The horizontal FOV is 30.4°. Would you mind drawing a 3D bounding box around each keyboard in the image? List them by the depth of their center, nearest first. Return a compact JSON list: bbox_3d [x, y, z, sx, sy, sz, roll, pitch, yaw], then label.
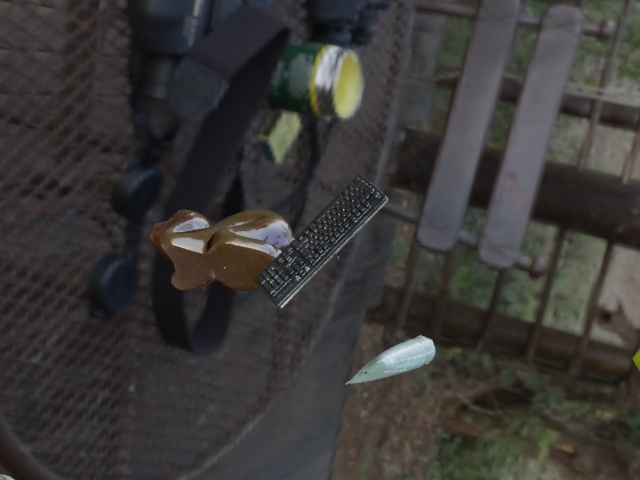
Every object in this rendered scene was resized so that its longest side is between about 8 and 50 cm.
[{"bbox_3d":[0.000,0.000,1.753,0.230,0.093,0.025,-46,135,-2],"label":"keyboard"}]

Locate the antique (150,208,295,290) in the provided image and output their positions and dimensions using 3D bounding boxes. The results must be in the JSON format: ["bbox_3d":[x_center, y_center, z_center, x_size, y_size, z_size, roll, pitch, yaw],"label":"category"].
[{"bbox_3d":[-0.170,0.004,2.060,0.143,0.256,0.121,-76,161,-50],"label":"antique"}]

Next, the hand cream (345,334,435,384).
[{"bbox_3d":[0.121,0.200,1.949,0.078,0.050,0.205,-36,166,32],"label":"hand cream"}]

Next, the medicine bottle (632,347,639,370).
[{"bbox_3d":[0.591,0.229,1.737,0.141,0.250,0.137,-19,155,-14],"label":"medicine bottle"}]

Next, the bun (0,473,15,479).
[{"bbox_3d":[-0.354,0.382,1.344,0.153,0.244,0.244,-35,144,-13],"label":"bun"}]
